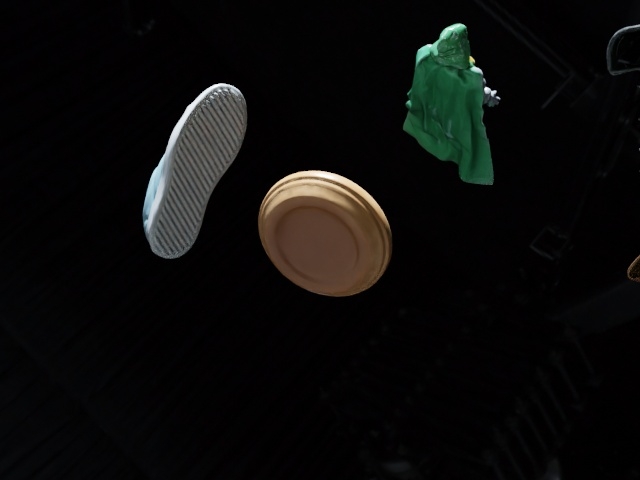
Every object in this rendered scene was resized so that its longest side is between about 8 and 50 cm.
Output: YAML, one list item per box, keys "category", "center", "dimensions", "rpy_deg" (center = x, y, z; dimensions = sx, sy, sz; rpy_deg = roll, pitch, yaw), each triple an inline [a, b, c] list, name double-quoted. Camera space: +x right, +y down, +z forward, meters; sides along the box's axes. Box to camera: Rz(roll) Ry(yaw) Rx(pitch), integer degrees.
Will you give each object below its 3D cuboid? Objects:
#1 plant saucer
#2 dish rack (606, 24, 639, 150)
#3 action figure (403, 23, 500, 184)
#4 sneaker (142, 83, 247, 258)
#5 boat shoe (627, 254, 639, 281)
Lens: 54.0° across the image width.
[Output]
- category: "plant saucer"
  center: [0.000, 0.000, 0.879]
  dimensions: [0.200, 0.037, 0.199]
  rpy_deg: [11, -56, 17]
- category: "dish rack"
  center: [0.378, -0.071, 0.571]
  dimensions: [0.208, 0.074, 0.271]
  rpy_deg: [-156, -129, -65]
- category: "action figure"
  center: [0.145, -0.153, 0.688]
  dimensions: [0.137, 0.063, 0.232]
  rpy_deg: [32, -10, 20]
- category: "sneaker"
  center: [-0.276, -0.154, 1.267]
  dimensions: [0.135, 0.365, 0.150]
  rpy_deg: [21, 11, -38]
- category: "boat shoe"
  center: [0.546, 0.027, 0.992]
  dimensions: [0.178, 0.060, 0.064]
  rpy_deg: [88, -7, -65]
